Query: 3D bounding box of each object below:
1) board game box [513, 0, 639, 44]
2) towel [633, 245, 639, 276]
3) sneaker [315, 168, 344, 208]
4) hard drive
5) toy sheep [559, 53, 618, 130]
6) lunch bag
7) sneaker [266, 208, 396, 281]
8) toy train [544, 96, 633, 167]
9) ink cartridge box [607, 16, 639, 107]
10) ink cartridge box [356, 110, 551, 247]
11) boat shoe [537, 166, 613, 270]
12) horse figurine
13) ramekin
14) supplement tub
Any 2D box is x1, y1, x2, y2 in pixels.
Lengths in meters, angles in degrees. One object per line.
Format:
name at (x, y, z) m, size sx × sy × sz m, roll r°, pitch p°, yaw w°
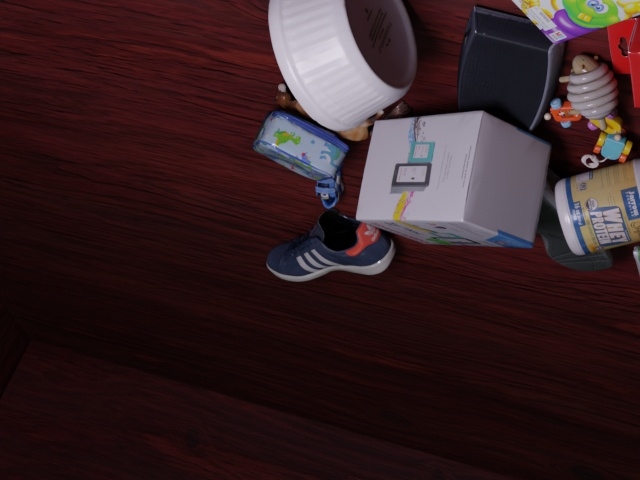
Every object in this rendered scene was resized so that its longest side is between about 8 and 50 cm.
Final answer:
board game box at (0.402, -0.395, 1.466) m, size 0.142 × 0.144 × 0.275 m, roll 37°, pitch 150°, yaw -29°
towel at (0.787, 0.077, 2.125) m, size 0.324 × 0.038 × 0.248 m, roll 6°, pitch 156°, yaw 27°
sneaker at (0.016, -0.124, 2.325) m, size 0.053 × 0.059 × 0.144 m, roll 12°, pitch 150°, yaw 23°
hard drive at (0.313, -0.278, 1.839) m, size 0.171 × 0.054 × 0.255 m, roll 17°, pitch 152°, yaw 10°
toy sheep at (0.442, -0.242, 1.774) m, size 0.091 × 0.091 × 0.132 m, roll -8°, pitch 116°, yaw 44°
lunch bag at (-0.039, -0.184, 2.150) m, size 0.176 × 0.090 × 0.219 m, roll 28°, pitch 177°, yaw -8°
sneaker at (0.000, 0.000, 2.506) m, size 0.350 × 0.131 × 0.148 m, roll -8°, pitch 134°, yaw 35°
toy train at (0.471, -0.198, 1.885) m, size 0.125 × 0.046 × 0.166 m, roll -3°, pitch 141°, yaw 42°
ink cartridge box at (0.550, -0.267, 1.663) m, size 0.231 × 0.078 × 0.134 m, roll 8°, pitch 150°, yaw 26°
ink cartridge box at (0.236, -0.105, 1.962) m, size 0.198 × 0.197 × 0.270 m, roll 18°, pitch 170°, yaw -39°
boat shoe at (0.475, -0.042, 2.116) m, size 0.118 × 0.103 × 0.320 m, roll -11°, pitch 142°, yaw 44°
horse figurine at (0.034, -0.253, 2.071) m, size 0.263 × 0.066 × 0.174 m, roll 21°, pitch 152°, yaw 2°
ramekin at (0.047, -0.323, 1.741) m, size 0.127 × 0.273 × 0.273 m, roll -17°, pitch 135°, yaw 34°
supplement tub at (0.530, -0.063, 1.932) m, size 0.199 × 0.144 × 0.144 m, roll -16°, pitch 139°, yaw 21°
